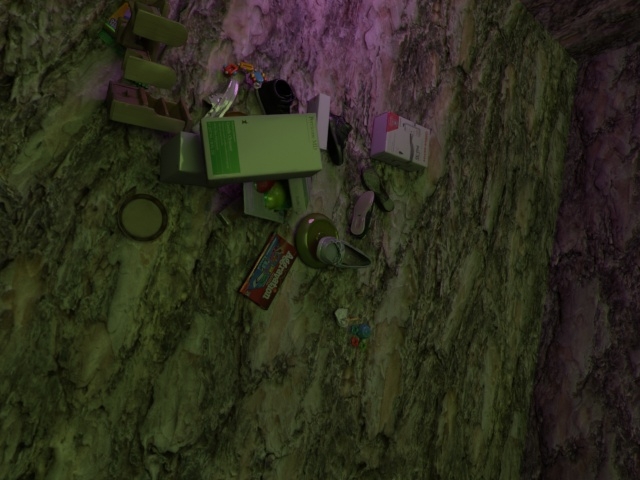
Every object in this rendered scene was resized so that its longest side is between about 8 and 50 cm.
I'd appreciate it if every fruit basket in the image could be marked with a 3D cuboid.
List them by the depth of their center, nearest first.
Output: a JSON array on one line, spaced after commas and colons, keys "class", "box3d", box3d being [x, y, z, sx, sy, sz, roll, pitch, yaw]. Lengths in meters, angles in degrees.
[{"class": "fruit basket", "box3d": [-0.213, -0.238, 1.778, 0.353, 0.165, 0.327, 7, 81, -66]}]

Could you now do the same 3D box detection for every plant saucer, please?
[{"class": "plant saucer", "box3d": [-0.612, -0.078, 1.647, 0.168, 0.029, 0.169, 3, 85, -34]}, {"class": "plant saucer", "box3d": [0.000, 0.000, 2.035, 0.240, 0.037, 0.241, 4, 84, -40]}]

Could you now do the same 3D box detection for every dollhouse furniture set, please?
[{"class": "dollhouse furniture set", "box3d": [-0.514, -0.570, 1.538, 0.256, 0.362, 0.394, 6, 125, -33]}]

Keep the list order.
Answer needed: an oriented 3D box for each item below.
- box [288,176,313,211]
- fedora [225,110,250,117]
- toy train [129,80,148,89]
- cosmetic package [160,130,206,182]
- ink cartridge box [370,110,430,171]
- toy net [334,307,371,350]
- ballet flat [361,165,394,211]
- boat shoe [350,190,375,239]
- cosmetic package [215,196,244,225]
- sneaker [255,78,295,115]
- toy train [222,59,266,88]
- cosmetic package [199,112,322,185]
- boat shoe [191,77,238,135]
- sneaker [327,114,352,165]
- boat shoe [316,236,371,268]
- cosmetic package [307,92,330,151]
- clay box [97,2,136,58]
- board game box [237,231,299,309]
[{"class": "box", "box3d": [-0.076, -0.293, 1.854, 0.322, 0.058, 0.233, -84, 169, -54]}, {"class": "fedora", "box3d": [-0.300, -0.420, 1.859, 0.194, 0.079, 0.195, 4, 83, -33]}, {"class": "toy train", "box3d": [-0.642, -0.557, 1.676, 0.083, 0.017, 0.024, 23, 63, -31]}, {"class": "cosmetic package", "box3d": [-0.420, -0.275, 1.676, 0.224, 0.224, 0.138, 2, 85, -34]}, {"class": "ink cartridge box", "box3d": [0.390, -0.472, 2.310, 0.282, 0.117, 0.208, 12, 79, -33]}, {"class": "toy net", "box3d": [0.131, 0.385, 2.105, 0.232, 0.045, 0.122, 39, 68, -24]}, {"class": "ballet flat", "box3d": [0.265, -0.241, 2.249, 0.084, 0.058, 0.250, -37, 102, -8]}, {"class": "boat shoe", "box3d": [0.200, -0.117, 2.184, 0.079, 0.083, 0.233, 43, 58, -49]}, {"class": "cosmetic package", "box3d": [-0.336, -0.112, 1.830, 0.115, 0.041, 0.060, -45, 110, -28]}, {"class": "sneaker", "box3d": [-0.149, -0.514, 1.931, 0.104, 0.146, 0.296, -36, 107, -33]}, {"class": "toy train", "box3d": [-0.298, -0.647, 1.886, 0.166, 0.046, 0.125, 32, 53, -1]}, {"class": "cosmetic package", "box3d": [-0.194, -0.294, 1.546, 0.365, 0.155, 0.197, -9, 91, -15]}, {"class": "boat shoe", "box3d": [-0.396, -0.507, 1.790, 0.096, 0.098, 0.277, 32, 70, -29]}, {"class": "sneaker", "box3d": [0.092, -0.449, 2.124, 0.130, 0.087, 0.228, -11, 87, -28]}, {"class": "boat shoe", "box3d": [0.099, 0.060, 2.021, 0.320, 0.103, 0.118, 25, 76, -51]}, {"class": "cosmetic package", "box3d": [-0.015, -0.498, 2.049, 0.060, 0.098, 0.239, 10, 80, -34]}, {"class": "clay box", "box3d": [-0.653, -0.749, 1.664, 0.127, 0.053, 0.222, 41, 64, -26]}, {"class": "board game box", "box3d": [-0.203, 0.121, 1.909, 0.145, 0.027, 0.281, 40, 65, -26]}]
